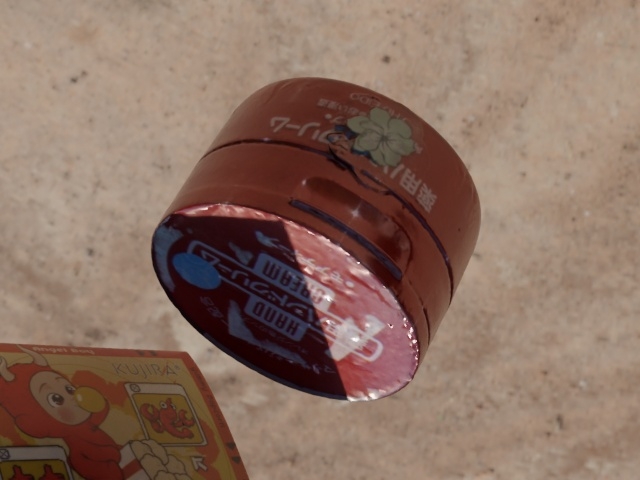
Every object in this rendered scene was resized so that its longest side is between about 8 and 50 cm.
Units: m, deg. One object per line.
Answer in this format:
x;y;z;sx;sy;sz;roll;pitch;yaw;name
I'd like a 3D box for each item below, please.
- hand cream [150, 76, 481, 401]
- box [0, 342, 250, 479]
0.000;0.000;0.942;0.230;0.149;0.230;19;142;16;hand cream
-0.228;0.240;1.058;0.283;0.259;0.214;7;134;-42;box
